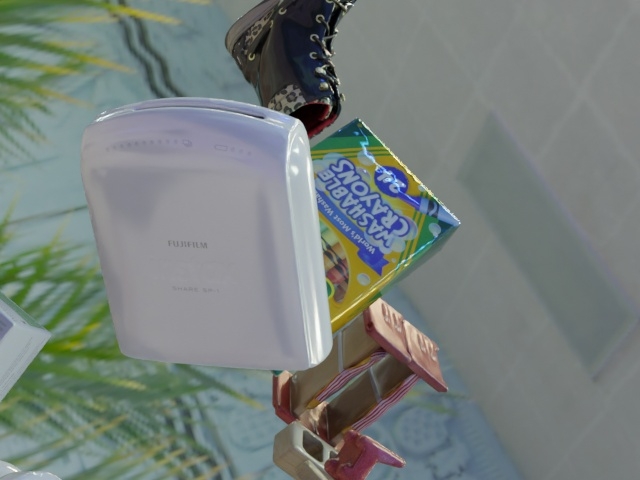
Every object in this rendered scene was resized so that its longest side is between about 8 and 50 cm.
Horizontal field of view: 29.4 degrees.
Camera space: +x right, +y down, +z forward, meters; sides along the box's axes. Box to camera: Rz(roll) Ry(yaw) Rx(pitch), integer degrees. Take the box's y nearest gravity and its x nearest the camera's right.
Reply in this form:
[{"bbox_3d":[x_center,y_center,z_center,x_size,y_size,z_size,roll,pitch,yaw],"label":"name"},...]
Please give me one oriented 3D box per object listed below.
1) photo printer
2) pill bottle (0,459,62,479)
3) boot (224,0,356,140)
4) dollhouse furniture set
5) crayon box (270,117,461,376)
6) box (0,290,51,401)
[{"bbox_3d":[-0.123,-0.009,1.337,0.256,0.107,0.307,3,-59,16],"label":"photo printer"},{"bbox_3d":[-0.450,0.359,1.491,0.319,0.176,0.176,-12,-85,34],"label":"pill bottle"},{"bbox_3d":[0.006,-0.227,1.391,0.236,0.085,0.178,-35,-127,21],"label":"boot"},{"bbox_3d":[0.054,0.259,1.615,0.201,0.152,0.374,-42,-157,20],"label":"dollhouse furniture set"},{"bbox_3d":[0.000,0.000,1.549,0.203,0.323,0.083,46,-35,11],"label":"crayon box"},{"bbox_3d":[-0.345,0.097,1.201,0.101,0.102,0.087,37,0,17],"label":"box"}]
